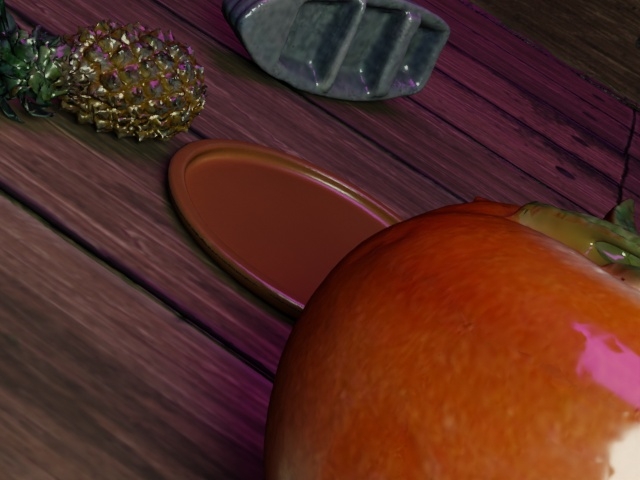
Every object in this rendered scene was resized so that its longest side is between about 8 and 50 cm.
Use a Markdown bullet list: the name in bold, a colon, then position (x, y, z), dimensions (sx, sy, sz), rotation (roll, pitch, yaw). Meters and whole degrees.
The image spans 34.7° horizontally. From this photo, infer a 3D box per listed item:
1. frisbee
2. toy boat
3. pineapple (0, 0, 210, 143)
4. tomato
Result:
- **frisbee**: position (0.000, 0.000, 0.760), dimensions (0.251, 0.021, 0.251), rotation (26, 24, -13)
- **toy boat**: position (0.014, -0.219, 1.089), dimensions (0.283, 0.127, 0.078), rotation (2, 36, -42)
- **pineapple**: position (-0.169, -0.126, 0.717), dimensions (0.221, 0.103, 0.083), rotation (8, -2, -41)
- **tomato**: position (0.101, 0.096, 0.422), dimensions (0.256, 0.224, 0.256), rotation (24, 20, -9)
